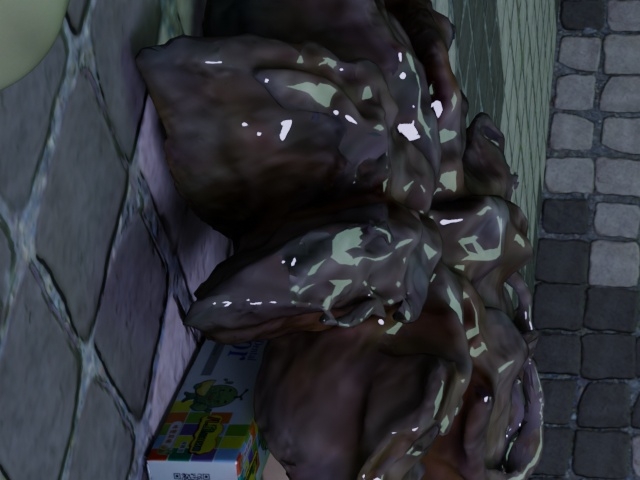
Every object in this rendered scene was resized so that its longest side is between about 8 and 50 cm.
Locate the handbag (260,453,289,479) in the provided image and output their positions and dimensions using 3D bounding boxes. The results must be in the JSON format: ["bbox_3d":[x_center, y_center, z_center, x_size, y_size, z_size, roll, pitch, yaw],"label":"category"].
[{"bbox_3d":[0.004,0.130,0.971,0.117,0.095,0.173,-28,113,-67],"label":"handbag"}]

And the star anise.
[{"bbox_3d":[0.026,-0.004,0.821,0.331,0.117,0.332,-16,90,-70],"label":"star anise"}]

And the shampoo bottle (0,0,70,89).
[{"bbox_3d":[-0.095,-0.086,0.438,0.079,0.079,0.162,77,19,-53],"label":"shampoo bottle"}]

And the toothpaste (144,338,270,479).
[{"bbox_3d":[-0.040,0.072,0.831,0.164,0.046,0.034,-67,153,-59],"label":"toothpaste"}]
